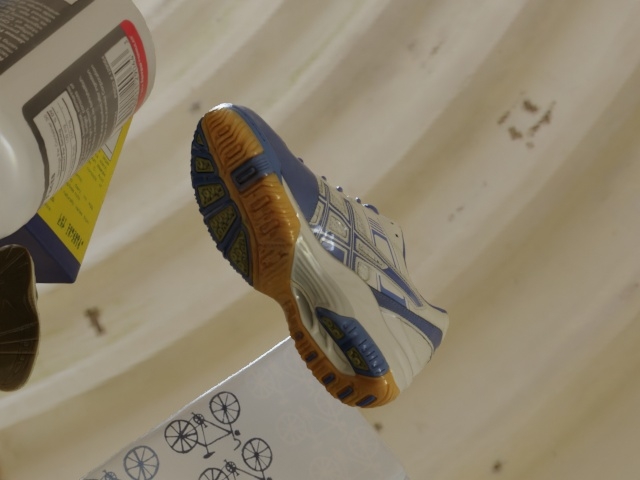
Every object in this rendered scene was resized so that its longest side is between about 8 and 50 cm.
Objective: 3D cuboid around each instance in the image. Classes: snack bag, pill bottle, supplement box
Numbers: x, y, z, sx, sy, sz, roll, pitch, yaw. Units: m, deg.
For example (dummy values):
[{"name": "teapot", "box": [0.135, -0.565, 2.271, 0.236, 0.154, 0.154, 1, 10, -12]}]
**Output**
[{"name": "snack bag", "box": [-0.015, 0.279, 1.072, 0.342, 0.323, 0.037, 52, -45, 9]}, {"name": "pill bottle", "box": [-0.289, -0.108, 1.063, 0.176, 0.318, 0.176, 13, -52, 17]}, {"name": "supplement box", "box": [-0.378, -0.145, 1.529, 0.194, 0.195, 0.356, 62, 35, -51]}]

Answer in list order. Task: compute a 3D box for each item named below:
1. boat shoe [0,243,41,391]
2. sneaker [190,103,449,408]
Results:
[{"name": "boat shoe", "box": [-0.302, 0.080, 1.204, 0.048, 0.056, 0.153, 90, -9, -63]}, {"name": "sneaker", "box": [0.000, 0.000, 1.080, 0.112, 0.131, 0.296, -23, -79, 52]}]
